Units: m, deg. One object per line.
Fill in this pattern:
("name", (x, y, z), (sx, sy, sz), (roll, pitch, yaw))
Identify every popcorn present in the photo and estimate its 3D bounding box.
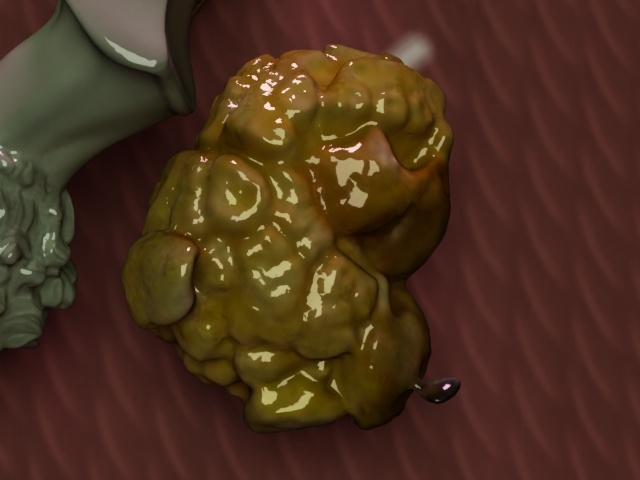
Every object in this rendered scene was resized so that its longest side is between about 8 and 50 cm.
("popcorn", (-0.019, -0.001, 0.873), (0.163, 0.140, 0.194), (3, 88, -11))

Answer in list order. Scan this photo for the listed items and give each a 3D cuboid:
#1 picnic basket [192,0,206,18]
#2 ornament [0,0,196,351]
("picnic basket", (-0.103, -0.203, 0.934), (0.164, 0.079, 0.115), (37, 77, 4))
("ornament", (-0.129, -0.063, 0.834), (0.120, 0.130, 0.285), (36, 103, 6))
